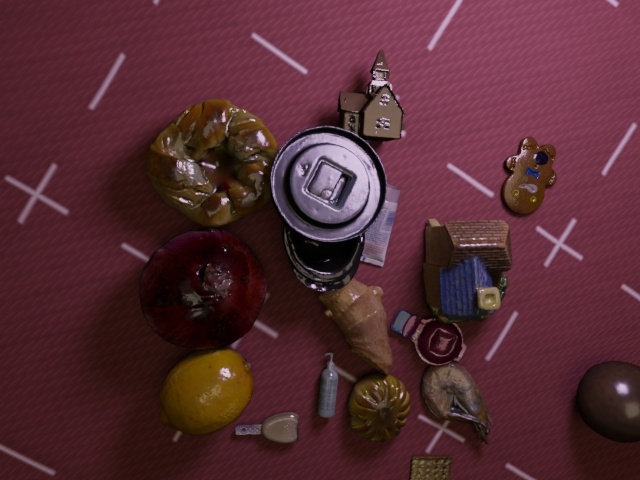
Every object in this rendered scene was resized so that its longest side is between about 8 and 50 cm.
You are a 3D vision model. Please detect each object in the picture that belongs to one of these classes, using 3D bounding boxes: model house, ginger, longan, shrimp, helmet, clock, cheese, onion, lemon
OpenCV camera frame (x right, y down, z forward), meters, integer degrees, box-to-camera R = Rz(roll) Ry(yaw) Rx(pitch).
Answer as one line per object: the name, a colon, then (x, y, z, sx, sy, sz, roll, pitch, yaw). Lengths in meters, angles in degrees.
model house: (0.450, 0.086, 1.620, 0.261, 0.266, 0.321, -2, 87, -5)
ginger: (0.124, 0.251, 1.683, 0.190, 0.126, 0.353, -25, 101, -15)
longan: (0.935, 0.498, 1.753, 0.258, 0.258, 0.257, -1, 96, -8)
shrimp: (0.433, 0.521, 1.780, 0.168, 0.077, 0.317, -29, 95, 6)
helmet: (0.000, 0.000, 1.615, 0.231, 0.160, 0.278, -5, 93, -13)
clock: (0.019, -0.147, 1.519, 0.319, 0.066, 0.318, 2, 82, -13)
cheese: (0.336, 0.295, 1.744, 0.244, 0.062, 0.155, 27, 89, -3)
cheese: (-0.160, 0.571, 1.714, 0.192, 0.037, 0.097, 0, 95, -9)
model house: (0.139, -0.411, 1.585, 0.176, 0.181, 0.247, 4, 95, -8)
onion: (-0.305, 0.131, 1.528, 0.348, 0.285, 0.347, 4, 80, -21)
lemon: (-0.316, 0.420, 1.582, 0.263, 0.236, 0.235, -7, 97, 5)

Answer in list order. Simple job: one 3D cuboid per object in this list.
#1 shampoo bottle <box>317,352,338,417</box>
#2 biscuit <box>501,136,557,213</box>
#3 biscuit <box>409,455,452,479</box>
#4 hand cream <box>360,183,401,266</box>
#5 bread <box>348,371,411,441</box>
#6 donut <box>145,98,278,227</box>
shampoo bottle: (0.026, 0.436, 1.717, 0.056, 0.056, 0.195, 6, 95, -8)
biscuit: (0.646, -0.196, 1.753, 0.180, 0.039, 0.236, 16, 95, -10)
biscuit: (0.351, 0.804, 1.819, 0.139, 0.016, 0.231, 2, 95, -8)
hand cream: (0.167, -0.048, 1.687, 0.133, 0.083, 0.247, 18, 104, -8)
bread: (0.184, 0.513, 1.725, 0.214, 0.105, 0.213, -1, 95, -11)
donut: (-0.290, -0.208, 1.555, 0.361, 0.170, 0.360, -1, 94, -9)
